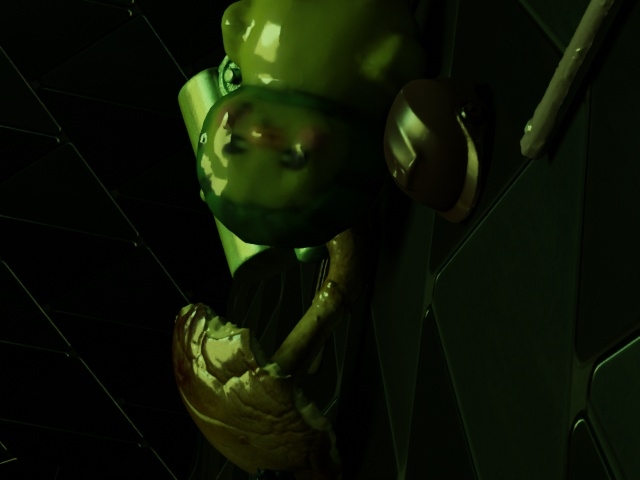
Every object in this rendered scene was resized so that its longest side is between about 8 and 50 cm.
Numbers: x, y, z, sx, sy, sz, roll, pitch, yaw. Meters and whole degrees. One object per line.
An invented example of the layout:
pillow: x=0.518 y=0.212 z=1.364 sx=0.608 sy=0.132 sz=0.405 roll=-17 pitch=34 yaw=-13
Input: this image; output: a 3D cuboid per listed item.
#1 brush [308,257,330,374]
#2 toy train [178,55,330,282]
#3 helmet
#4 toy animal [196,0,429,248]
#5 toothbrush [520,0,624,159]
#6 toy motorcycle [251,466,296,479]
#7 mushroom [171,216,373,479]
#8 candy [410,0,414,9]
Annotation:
brush: x=0.000 y=0.000 z=1.571 sx=0.070 sy=0.065 sz=0.327 roll=-160 pitch=81 yaw=-80
toy train: x=-0.064 y=-0.093 z=1.527 sx=0.189 sy=0.126 sz=0.307 roll=-42 pitch=59 yaw=46
helmet: x=0.085 y=-0.075 z=0.982 sx=0.123 sy=0.070 sz=0.098 roll=-85 pitch=10 yaw=-47
toy animal: x=0.001 y=-0.149 z=1.276 sx=0.191 sy=0.216 sz=0.338 roll=34 pitch=-108 yaw=-69
toothbrush: x=0.166 y=-0.170 z=0.663 sx=0.354 sy=0.029 sz=0.024 roll=109 pitch=-177 yaw=-48
toy motorcycle: x=-0.073 y=0.359 z=1.177 sx=0.410 sy=0.168 sz=0.237 roll=105 pitch=180 yaw=-66
mushroom: x=-0.026 y=0.092 z=1.274 sx=0.233 sy=0.208 sz=0.302 roll=25 pitch=95 yaw=41
candy: x=0.057 y=-0.272 z=1.430 sx=0.143 sy=0.101 sz=0.271 roll=-78 pitch=11 yaw=-45
